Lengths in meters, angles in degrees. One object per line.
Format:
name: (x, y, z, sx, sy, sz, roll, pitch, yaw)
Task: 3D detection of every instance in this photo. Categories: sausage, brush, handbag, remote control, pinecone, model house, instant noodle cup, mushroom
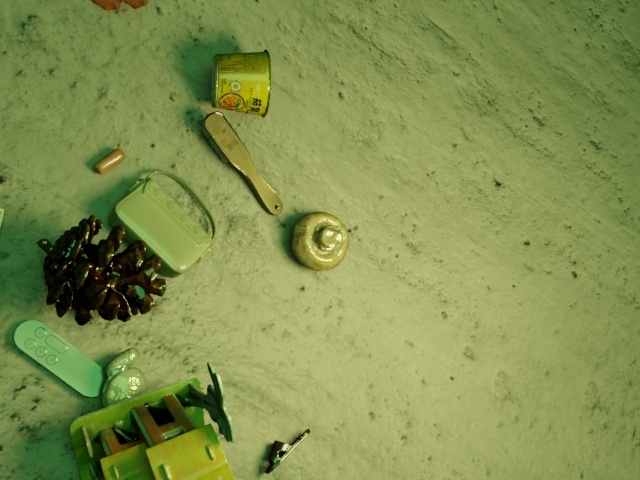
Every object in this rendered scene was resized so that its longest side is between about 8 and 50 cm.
sausage: (-0.527, -0.197, 1.627, 0.083, 0.034, 0.034, -42, 99, -24)
brush: (-0.214, -0.200, 1.769, 0.070, 0.065, 0.327, -47, 110, -31)
handbag: (-0.382, -0.051, 1.649, 0.256, 0.079, 0.219, 47, 54, -10)
remote control: (-0.596, 0.274, 1.507, 0.245, 0.022, 0.077, 42, 67, -12)
pinecone: (-0.494, 0.081, 1.482, 0.309, 0.244, 0.244, 22, 71, -35)
model house: (-0.332, 0.440, 1.369, 0.300, 0.324, 0.340, -16, 122, -29)
instant noodle cup: (-0.218, -0.423, 1.749, 0.144, 0.182, 0.182, 0, 80, -16)
mushroom: (0.000, 0.000, 1.786, 0.166, 0.127, 0.166, 6, 73, -19)

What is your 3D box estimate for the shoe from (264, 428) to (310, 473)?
shoe: (-0.095, 0.528, 1.676, 0.159, 0.062, 0.053, -37, 84, -26)

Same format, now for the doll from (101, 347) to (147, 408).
doll: (-0.458, 0.359, 1.522, 0.104, 0.072, 0.214, 4, 88, -45)

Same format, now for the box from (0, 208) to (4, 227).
box: (-0.759, -0.035, 1.491, 0.054, 0.024, 0.083, 12, 74, -25)

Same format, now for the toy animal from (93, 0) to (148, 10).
toy animal: (-0.519, -0.749, 1.672, 0.195, 0.169, 0.281, 1, 74, 10)
